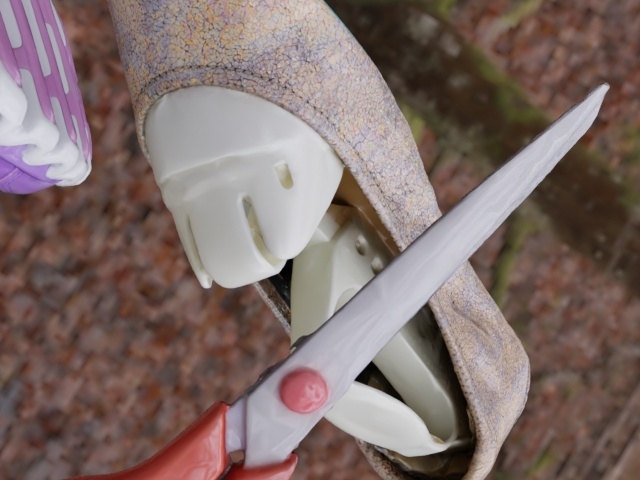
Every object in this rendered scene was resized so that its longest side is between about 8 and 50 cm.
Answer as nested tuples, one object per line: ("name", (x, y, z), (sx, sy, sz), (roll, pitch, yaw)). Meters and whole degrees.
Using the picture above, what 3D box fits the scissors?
("scissors", (-0.025, 0.056, 0.555), (0.297, 0.109, 0.021), (-60, -169, 17))

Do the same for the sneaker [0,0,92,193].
("sneaker", (-0.155, -0.065, 0.503), (0.104, 0.095, 0.236), (-28, 155, 15))

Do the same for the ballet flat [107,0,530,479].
("ballet flat", (0.000, 0.000, 0.746), (0.107, 0.316, 0.106), (-15, -143, 36))
